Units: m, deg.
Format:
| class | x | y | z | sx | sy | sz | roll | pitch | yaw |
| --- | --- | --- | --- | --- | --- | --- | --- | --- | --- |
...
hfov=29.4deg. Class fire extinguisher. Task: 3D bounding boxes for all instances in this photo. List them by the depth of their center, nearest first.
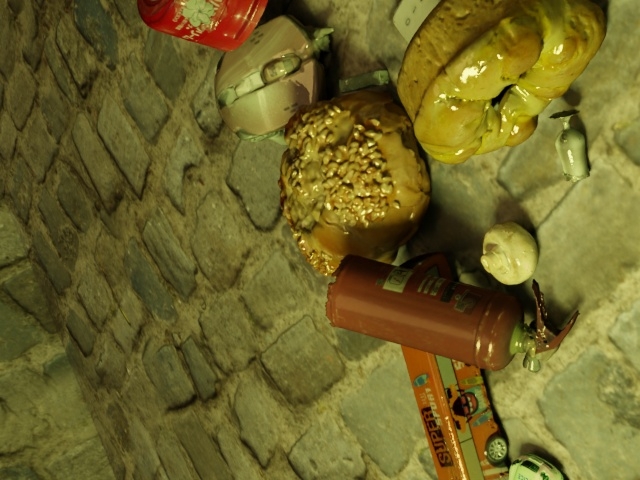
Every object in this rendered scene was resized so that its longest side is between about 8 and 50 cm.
| class | x | y | z | sx | sy | sz | roll | pitch | yaw |
| --- | --- | --- | --- | --- | --- | --- | --- | --- | --- |
| fire extinguisher | 0.175 | 0.089 | 1.601 | 0.337 | 0.106 | 0.147 | 13 | 132 | 24 |

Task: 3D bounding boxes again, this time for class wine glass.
| class | x | y | z | sx | sy | sz | roll | pitch | yaw |
| --- | --- | --- | --- | --- | --- | --- | --- | --- | --- |
| wine glass | 0.296 | -0.111 | 1.433 | 0.042 | 0.039 | 0.083 | 2 | 110 | 51 |

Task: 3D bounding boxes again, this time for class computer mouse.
| class | x | y | z | sx | sy | sz | roll | pitch | yaw |
| --- | --- | --- | --- | --- | --- | --- | --- | --- | --- |
| computer mouse | -0.083 | -0.252 | 1.950 | 0.389 | 0.115 | 0.199 | -25 | 87 | 62 |

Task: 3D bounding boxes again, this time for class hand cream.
| class | x | y | z | sx | sy | sz | roll | pitch | yaw |
| --- | --- | --- | --- | --- | --- | --- | --- | --- | --- |
| hand cream | -0.180 | -0.419 | 1.905 | 0.230 | 0.149 | 0.230 | -36 | 46 | 49 |

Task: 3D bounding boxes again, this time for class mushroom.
| class | x | y | z | sx | sy | sz | roll | pitch | yaw |
| --- | --- | --- | --- | --- | --- | --- | --- | --- | --- |
| mushroom | 0.242 | 0.018 | 1.572 | 0.083 | 0.067 | 0.083 | 43 | 150 | 33 |

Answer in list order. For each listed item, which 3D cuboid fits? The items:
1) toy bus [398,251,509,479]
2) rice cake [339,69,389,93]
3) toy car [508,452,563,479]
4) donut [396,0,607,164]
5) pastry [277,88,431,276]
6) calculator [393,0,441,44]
| class | x | y | z | sx | sy | sz | roll | pitch | yaw |
| --- | --- | --- | --- | --- | --- | --- | --- | --- | --- |
| toy bus | 0.191 | 0.221 | 1.752 | 0.093 | 0.092 | 0.408 | -12 | 95 | 65 |
| rice cake | 0.063 | -0.233 | 1.794 | 0.121 | 0.022 | 0.022 | 0 | 95 | 61 |
| toy car | 0.297 | 0.407 | 1.692 | 0.090 | 0.076 | 0.224 | 23 | 125 | 57 |
| donut | 0.193 | -0.201 | 1.389 | 0.128 | 0.209 | 0.261 | 61 | 145 | 22 |
| pastry | 0.031 | -0.077 | 1.798 | 0.255 | 0.162 | 0.311 | 57 | 150 | 22 |
| calculator | 0.178 | -0.311 | 1.545 | 0.161 | 0.021 | 0.261 | 60 | 150 | 21 |
